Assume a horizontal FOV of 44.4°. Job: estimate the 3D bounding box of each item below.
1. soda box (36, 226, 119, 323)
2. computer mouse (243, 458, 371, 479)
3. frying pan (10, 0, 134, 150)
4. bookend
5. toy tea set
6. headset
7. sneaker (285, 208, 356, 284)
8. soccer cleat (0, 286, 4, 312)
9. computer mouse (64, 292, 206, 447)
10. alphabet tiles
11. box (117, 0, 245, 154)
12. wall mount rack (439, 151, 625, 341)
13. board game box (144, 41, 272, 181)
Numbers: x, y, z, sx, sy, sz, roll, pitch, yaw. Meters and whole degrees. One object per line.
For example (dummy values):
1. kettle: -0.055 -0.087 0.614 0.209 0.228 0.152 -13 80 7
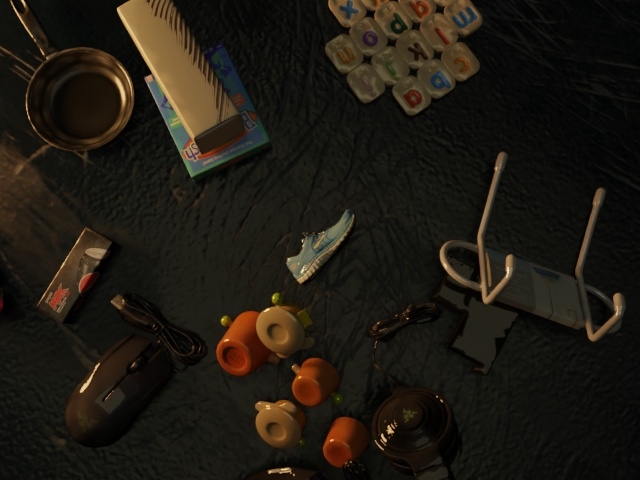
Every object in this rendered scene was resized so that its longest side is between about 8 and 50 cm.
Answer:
1. soda box: -0.431 0.063 1.396 0.060 0.053 0.168 29 84 3
2. computer mouse: -0.017 0.454 1.342 0.262 0.060 0.184 -17 113 16
3. frying pan: -0.491 -0.293 1.445 0.326 0.053 0.197 34 83 6
4. bookend: 0.254 0.132 1.383 0.156 0.072 0.157 28 83 2
5. toy tea set: -0.036 0.241 1.351 0.200 0.124 0.336 -20 103 30
6. headset: 0.185 0.303 1.281 0.185 0.243 0.394 -23 68 3
7. sneaker: 0.000 0.000 1.405 0.073 0.063 0.162 43 84 8
8. soccer cleat: -0.695 0.037 1.381 0.143 0.116 0.331 -43 82 10
9. computer mouse: -0.349 0.240 1.364 0.189 0.072 0.272 35 84 3
10. alphabet tiles: 0.156 -0.386 1.478 0.284 0.021 0.278 -35 84 -5
11. box: -0.242 -0.296 1.370 0.094 0.113 0.275 -31 84 -5
12. wall mount rack: 0.389 0.012 1.358 0.350 0.130 0.304 19 42 -10
13. board game box: -0.206 -0.236 1.441 0.160 0.047 0.210 -26 84 -4
